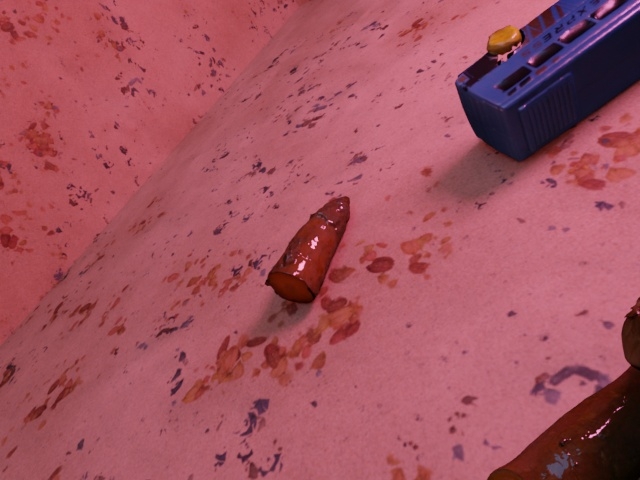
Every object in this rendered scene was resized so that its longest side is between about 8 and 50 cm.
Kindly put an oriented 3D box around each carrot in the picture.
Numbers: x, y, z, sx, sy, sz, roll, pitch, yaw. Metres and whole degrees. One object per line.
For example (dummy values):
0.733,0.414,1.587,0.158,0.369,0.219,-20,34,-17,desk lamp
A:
0.000,0.000,0.895,0.101,0.102,0.263,-7,39,41,carrot

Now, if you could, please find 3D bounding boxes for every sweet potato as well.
0.255,0.173,0.416,0.243,0.077,0.077,-31,31,-8,sweet potato

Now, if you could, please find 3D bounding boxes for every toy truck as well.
0.418,-0.304,0.769,0.384,0.161,0.162,-36,44,6,toy truck

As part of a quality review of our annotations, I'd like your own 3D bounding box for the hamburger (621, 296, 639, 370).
0.362,0.046,0.300,0.284,0.265,0.135,-17,71,2,hamburger
